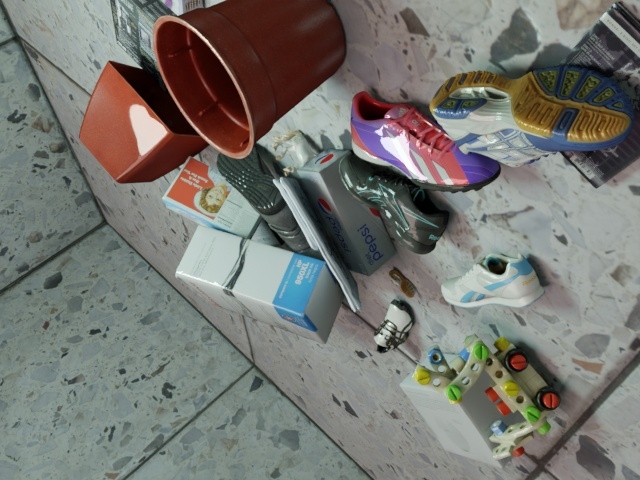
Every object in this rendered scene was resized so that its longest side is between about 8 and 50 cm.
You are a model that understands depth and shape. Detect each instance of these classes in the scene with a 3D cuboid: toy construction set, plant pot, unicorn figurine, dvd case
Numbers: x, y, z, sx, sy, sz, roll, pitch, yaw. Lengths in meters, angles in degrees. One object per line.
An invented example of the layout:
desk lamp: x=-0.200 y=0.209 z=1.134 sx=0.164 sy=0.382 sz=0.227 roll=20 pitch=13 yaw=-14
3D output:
toy construction set: x=0.364 y=0.329 z=1.320 sx=0.327 sy=0.215 sz=0.151 roll=50 pitch=-177 yaw=-14
plant pot: x=-0.114 y=-0.334 z=1.143 sx=0.272 sy=0.265 sz=0.272 roll=40 pitch=153 yaw=25
plant pot: x=-0.499 y=-0.302 z=1.737 sx=0.267 sy=0.236 sz=0.267 roll=48 pitch=-164 yaw=6
unicorn figurine: x=-0.038 y=-0.188 z=1.435 sx=0.161 sy=0.111 sz=0.060 roll=64 pitch=166 yaw=5
dvd case: x=0.375 y=-0.179 z=0.823 sx=0.164 sy=0.018 sz=0.221 roll=48 pitch=156 yaw=8
dvd case: x=-0.216 y=-0.081 z=1.955 sx=0.238 sy=0.030 sz=0.179 roll=56 pitch=155 yaw=-14

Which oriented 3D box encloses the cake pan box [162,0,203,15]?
cake pan box: x=-0.354 y=-0.653 z=1.348 sx=0.246 sy=0.070 sz=0.266 roll=43 pitch=154 yaw=12

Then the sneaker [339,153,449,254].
sneaker: x=0.151 y=-0.096 z=1.263 sx=0.267 sy=0.101 sz=0.106 roll=44 pitch=133 yaw=16

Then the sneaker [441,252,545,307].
sneaker: x=0.319 y=0.074 z=1.206 sx=0.229 sy=0.087 sz=0.092 roll=-11 pitch=109 yaw=55

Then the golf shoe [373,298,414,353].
golf shoe: x=0.187 y=0.234 z=1.631 sx=0.077 sy=0.094 sz=0.198 roll=38 pitch=151 yaw=29

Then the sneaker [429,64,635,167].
sneaker: x=0.297 y=-0.162 z=0.870 sx=0.296 sy=0.112 sz=0.131 roll=25 pitch=162 yaw=49

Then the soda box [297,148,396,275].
soda box: x=0.064 y=-0.063 z=1.418 sx=0.091 sy=0.098 sz=0.286 roll=15 pitch=138 yaw=54

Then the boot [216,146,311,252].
boot: x=-0.149 y=-0.112 z=1.664 sx=0.338 sy=0.118 sz=0.222 roll=57 pitch=180 yaw=42

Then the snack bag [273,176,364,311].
snack bag: x=0.000 y=0.000 z=1.481 sx=0.342 sy=0.037 sz=0.323 roll=59 pitch=-176 yaw=-3

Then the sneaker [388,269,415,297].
sneaker: x=0.197 y=0.106 z=1.517 sx=0.083 sy=0.032 sz=0.037 roll=51 pitch=170 yaw=11

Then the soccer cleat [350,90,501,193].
soccer cleat: x=0.167 y=-0.174 z=1.087 sx=0.318 sy=0.109 sz=0.116 roll=29 pitch=144 yaw=43

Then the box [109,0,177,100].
box: x=-0.425 y=-0.522 z=1.639 sx=0.307 sy=0.076 sz=0.242 roll=45 pitch=155 yaw=12

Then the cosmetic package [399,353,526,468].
cosmetic package: x=0.353 y=0.404 z=1.530 sx=0.224 sy=0.138 sz=0.224 roll=54 pitch=155 yaw=-11

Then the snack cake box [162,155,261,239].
snack cake box: x=-0.294 y=-0.110 z=1.788 sx=0.265 sy=0.152 sz=0.089 roll=27 pitch=162 yaw=2

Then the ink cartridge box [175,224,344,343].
ink cartridge box: x=-0.163 y=0.126 z=1.762 sx=0.395 sy=0.166 sz=0.285 roll=16 pitch=161 yaw=19
